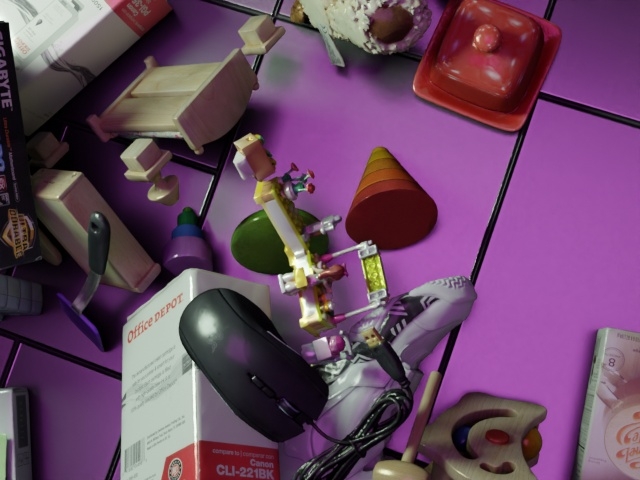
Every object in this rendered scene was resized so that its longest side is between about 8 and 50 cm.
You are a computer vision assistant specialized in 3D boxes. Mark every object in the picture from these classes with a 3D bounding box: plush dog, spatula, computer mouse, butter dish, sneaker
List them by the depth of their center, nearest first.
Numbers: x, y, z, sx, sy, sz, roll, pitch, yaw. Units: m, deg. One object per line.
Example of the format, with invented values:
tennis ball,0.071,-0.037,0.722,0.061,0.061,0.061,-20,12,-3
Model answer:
computer mouse,-0.022,0.139,1.068,0.184,0.060,0.262,-38,92,6
sneaker,0.077,0.212,1.237,0.366,0.137,0.210,-36,81,8
spatula,-0.290,0.051,1.247,0.084,0.296,0.030,42,52,12
butter dish,0.213,-0.243,1.273,0.160,0.118,0.160,24,87,10
plush dog,0.072,-0.372,1.298,0.225,0.210,0.262,-36,92,-15

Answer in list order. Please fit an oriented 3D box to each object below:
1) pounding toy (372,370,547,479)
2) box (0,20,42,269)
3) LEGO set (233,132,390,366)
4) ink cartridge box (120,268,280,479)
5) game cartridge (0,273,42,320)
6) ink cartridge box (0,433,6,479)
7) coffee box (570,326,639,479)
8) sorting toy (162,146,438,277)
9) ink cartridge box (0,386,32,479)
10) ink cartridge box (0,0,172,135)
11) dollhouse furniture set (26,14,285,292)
pounding toy,0.190,0.236,1.136,0.154,0.269,0.155,18,113,30
box,-0.475,-0.125,1.266,0.295,0.073,0.293,8,109,44
LEGO set,0.000,0.000,1.169,0.107,0.132,0.287,-20,84,17
ink cartridge box,-0.150,0.198,1.192,0.197,0.114,0.273,-36,51,46
game cartridge,-0.576,0.072,1.296,0.355,0.230,0.068,-1,85,9
ink cartridge box,-0.493,0.370,1.282,0.171,0.056,0.235,-1,86,9
coffee box,0.388,0.239,1.203,0.141,0.098,0.246,10,85,10
sorting toy,-0.034,-0.044,1.313,0.365,0.127,0.126,-13,53,9
ink cartridge box,-0.510,0.344,1.343,0.239,0.060,0.275,-6,83,6
ink cartridge box,-0.382,-0.314,1.367,0.283,0.117,0.207,-41,79,1
dollhouse furniture set,-0.221,-0.122,1.343,0.303,0.174,0.355,8,50,44
